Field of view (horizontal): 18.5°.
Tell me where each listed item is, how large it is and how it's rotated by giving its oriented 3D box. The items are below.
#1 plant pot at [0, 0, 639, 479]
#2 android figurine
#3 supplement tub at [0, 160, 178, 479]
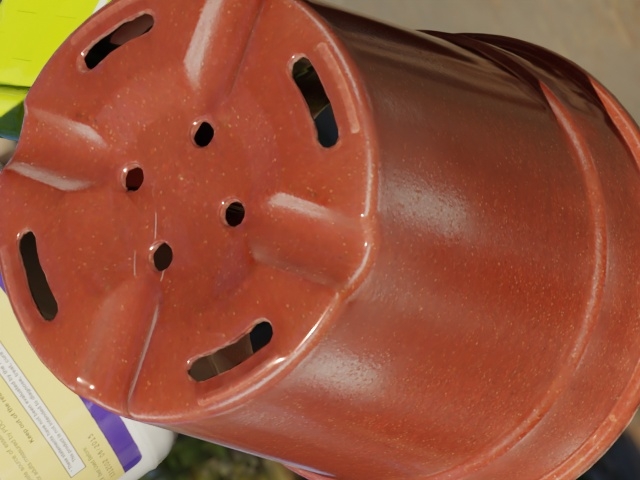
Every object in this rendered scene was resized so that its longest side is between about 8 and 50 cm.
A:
[{"bbox_3d":[0.000,0.000,0.958,0.265,0.272,0.272,16,-138,-58],"label":"plant pot"},{"bbox_3d":[-0.180,-0.181,1.521,0.273,0.248,0.056,14,161,45],"label":"android figurine"},{"bbox_3d":[-0.279,0.123,1.177,0.241,0.331,0.241,50,166,17],"label":"supplement tub"}]
